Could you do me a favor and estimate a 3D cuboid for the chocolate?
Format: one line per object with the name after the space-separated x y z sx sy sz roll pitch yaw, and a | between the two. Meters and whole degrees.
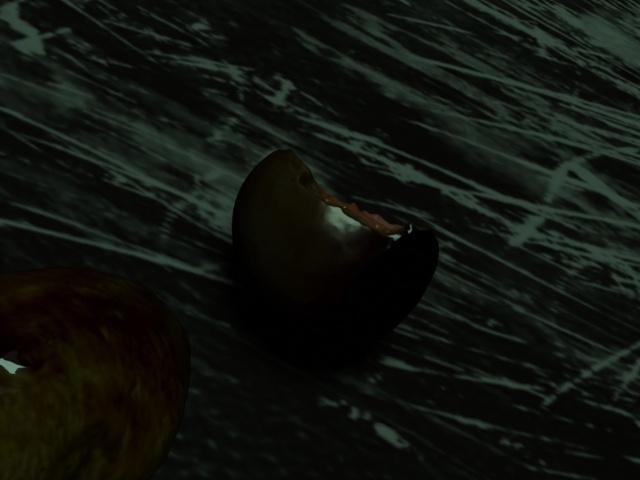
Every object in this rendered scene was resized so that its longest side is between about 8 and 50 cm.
0.000 0.000 0.934 0.127 0.124 0.133 -29 44 -26 | chocolate

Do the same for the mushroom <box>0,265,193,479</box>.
-0.203 0.107 0.673 0.267 0.267 0.255 20 75 -8 | mushroom
